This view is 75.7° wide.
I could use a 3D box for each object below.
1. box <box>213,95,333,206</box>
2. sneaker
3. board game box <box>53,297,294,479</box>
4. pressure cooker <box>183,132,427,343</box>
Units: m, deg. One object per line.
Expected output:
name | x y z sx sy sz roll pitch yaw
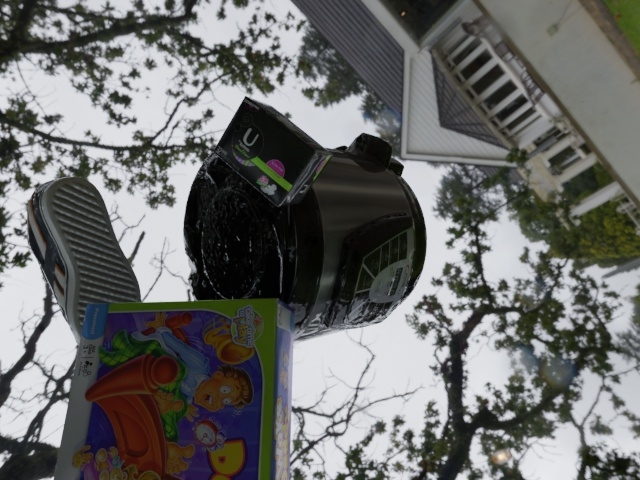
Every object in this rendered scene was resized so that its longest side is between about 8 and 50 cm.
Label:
box | -0.043 -0.081 0.382 0.083 0.062 0.052 40 -161 11
sneaker | -0.413 0.050 0.725 0.126 0.127 0.322 -23 -70 -49
board game box | -0.152 0.241 0.434 0.078 0.232 0.348 60 -151 -68
pressure cooker | -0.003 -0.004 0.805 0.420 0.369 0.376 -2 -110 -46
